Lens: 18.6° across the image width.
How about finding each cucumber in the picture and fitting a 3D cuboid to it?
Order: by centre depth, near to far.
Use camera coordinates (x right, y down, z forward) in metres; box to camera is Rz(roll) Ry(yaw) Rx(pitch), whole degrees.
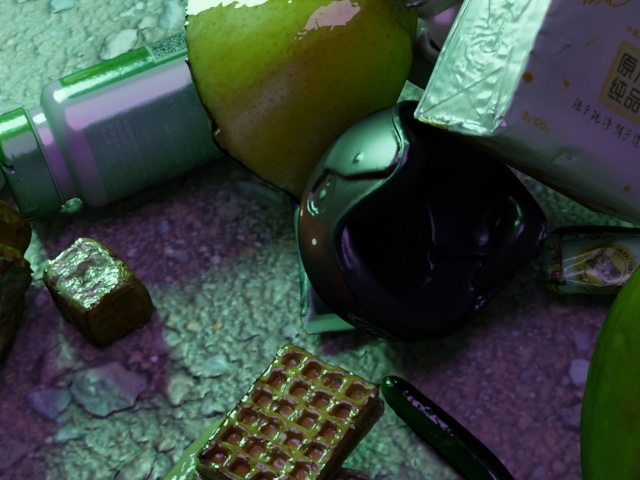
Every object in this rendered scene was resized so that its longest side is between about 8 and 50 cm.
[{"bbox_3d":[0.115,0.173,1.658,0.036,0.033,0.184,-23,49,-33],"label":"cucumber"}]

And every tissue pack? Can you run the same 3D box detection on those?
[{"bbox_3d":[0.224,-0.138,1.695,0.124,0.225,0.185,17,84,53],"label":"tissue pack"}]

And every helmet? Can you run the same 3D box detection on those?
[{"bbox_3d":[0.077,-0.016,1.717,0.193,0.189,0.216,-14,54,52],"label":"helmet"}]

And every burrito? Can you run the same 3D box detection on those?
[{"bbox_3d":[0.324,0.037,1.718,0.288,0.054,0.104,2,51,13],"label":"burrito"}]

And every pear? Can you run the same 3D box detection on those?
[{"bbox_3d":[0.009,-0.182,1.792,0.178,0.267,0.267,-32,33,42],"label":"pear"}]

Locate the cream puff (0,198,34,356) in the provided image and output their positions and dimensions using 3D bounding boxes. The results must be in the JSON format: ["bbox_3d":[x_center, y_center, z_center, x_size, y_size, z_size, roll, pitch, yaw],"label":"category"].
[{"bbox_3d":[-0.380,0.055,1.785,0.241,0.155,0.269,-9,42,-3],"label":"cream puff"}]

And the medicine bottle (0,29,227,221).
[{"bbox_3d":[-0.180,-0.115,1.897,0.274,0.133,0.133,-22,49,-9],"label":"medicine bottle"}]

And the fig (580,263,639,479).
[{"bbox_3d":[0.332,0.143,1.485,0.316,0.316,0.316,-6,49,6],"label":"fig"}]

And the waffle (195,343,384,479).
[{"bbox_3d":[-0.024,0.162,1.627,0.102,0.042,0.148,25,55,20],"label":"waffle"}]

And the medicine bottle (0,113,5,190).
[{"bbox_3d":[-0.331,-0.081,1.950,0.052,0.052,0.089,8,52,18],"label":"medicine bottle"}]

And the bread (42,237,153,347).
[{"bbox_3d":[-0.204,0.045,1.806,0.077,0.070,0.083,-36,55,-18],"label":"bread"}]

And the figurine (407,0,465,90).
[{"bbox_3d":[0.123,-0.204,1.919,0.125,0.138,0.125,-16,67,44],"label":"figurine"}]

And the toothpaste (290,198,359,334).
[{"bbox_3d":[0.000,0.000,1.829,0.062,0.037,0.216,-8,52,-3],"label":"toothpaste"}]

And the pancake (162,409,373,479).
[{"bbox_3d":[-0.042,0.256,1.619,0.244,0.057,0.266,3,54,2],"label":"pancake"}]
